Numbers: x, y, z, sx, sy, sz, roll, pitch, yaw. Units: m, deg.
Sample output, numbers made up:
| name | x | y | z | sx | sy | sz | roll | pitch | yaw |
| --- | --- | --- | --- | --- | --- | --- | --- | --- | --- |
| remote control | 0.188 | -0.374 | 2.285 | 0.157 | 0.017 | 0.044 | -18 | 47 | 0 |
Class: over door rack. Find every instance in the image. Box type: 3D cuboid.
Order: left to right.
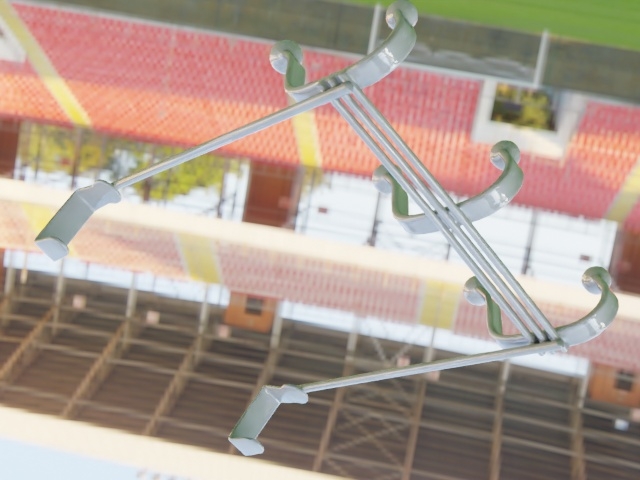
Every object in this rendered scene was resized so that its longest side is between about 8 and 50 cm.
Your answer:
| name | x | y | z | sx | sy | sz | roll | pitch | yaw |
| --- | --- | --- | --- | --- | --- | --- | --- | --- | --- |
| over door rack | 0.000 | 0.000 | 0.780 | 0.324 | 0.239 | 0.108 | -24 | -153 | 37 |
